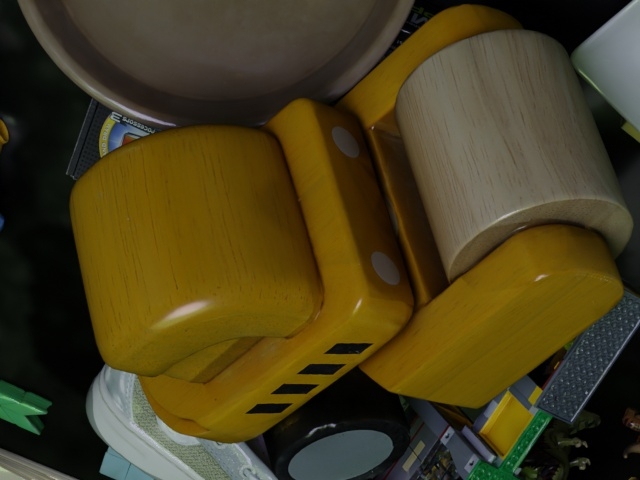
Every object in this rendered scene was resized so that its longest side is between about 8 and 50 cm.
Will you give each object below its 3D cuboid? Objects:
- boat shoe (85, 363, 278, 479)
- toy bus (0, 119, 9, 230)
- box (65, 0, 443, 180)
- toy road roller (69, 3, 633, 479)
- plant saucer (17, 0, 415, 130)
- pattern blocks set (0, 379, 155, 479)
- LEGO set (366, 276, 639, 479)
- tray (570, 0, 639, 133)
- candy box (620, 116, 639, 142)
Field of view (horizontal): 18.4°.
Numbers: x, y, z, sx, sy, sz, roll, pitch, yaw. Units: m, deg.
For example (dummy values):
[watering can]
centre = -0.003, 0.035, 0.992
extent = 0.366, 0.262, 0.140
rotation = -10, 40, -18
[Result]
[boat shoe]
centre = -0.023, 0.165, 1.497
extent = 0.320, 0.118, 0.103
rotation = 32, 125, 4
[toy bus]
centre = -0.307, -0.037, 1.404
extent = 0.149, 0.220, 0.211
rotation = -26, 115, 19
[box]
centre = -0.019, -0.089, 1.390
extent = 0.270, 0.060, 0.216
rotation = 25, 120, 0
[toy road roller]
centre = 0.000, 0.000, 1.215
extent = 0.240, 0.202, 0.329
rotation = 16, 136, -42
[plant saucer]
centre = -0.067, -0.206, 1.291
extent = 0.277, 0.041, 0.278
rotation = 0, 91, 2
[pattern blocks set]
centre = -0.249, 0.265, 1.655
extent = 0.285, 0.026, 0.325
rotation = 14, 120, 6
[LEGO set]
centre = 0.150, 0.118, 1.387
extent = 0.255, 0.192, 0.331
rotation = 18, 106, -32
[tray]
centre = 0.299, -0.153, 1.233
extent = 0.145, 0.030, 0.270
rotation = 42, 119, -12
[candy box]
centre = 0.299, -0.115, 1.302
extent = 0.109, 0.053, 0.187
rotation = 36, 121, -7
